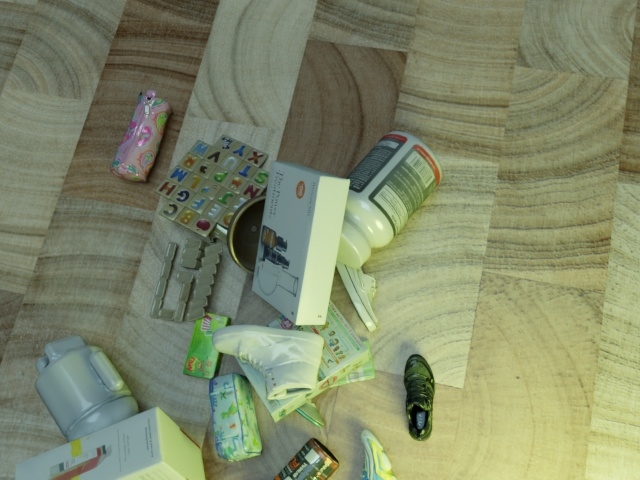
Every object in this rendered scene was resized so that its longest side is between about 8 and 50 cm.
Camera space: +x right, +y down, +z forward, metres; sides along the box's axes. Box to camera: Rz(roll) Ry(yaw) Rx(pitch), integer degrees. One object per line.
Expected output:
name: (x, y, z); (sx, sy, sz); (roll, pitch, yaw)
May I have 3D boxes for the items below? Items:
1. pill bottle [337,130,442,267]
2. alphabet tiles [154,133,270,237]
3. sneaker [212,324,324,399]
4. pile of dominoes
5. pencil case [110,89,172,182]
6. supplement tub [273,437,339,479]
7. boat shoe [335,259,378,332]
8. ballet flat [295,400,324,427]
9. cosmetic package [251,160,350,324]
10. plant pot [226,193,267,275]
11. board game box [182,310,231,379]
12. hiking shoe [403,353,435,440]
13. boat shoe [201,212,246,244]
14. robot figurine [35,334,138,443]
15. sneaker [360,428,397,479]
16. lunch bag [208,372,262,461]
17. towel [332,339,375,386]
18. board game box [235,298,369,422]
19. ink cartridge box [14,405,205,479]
pill bottle: (0.155, -0.113, 1.783); (0.210, 0.210, 0.363); (36, 70, 16)
alphabet tiles: (-0.320, -0.172, 1.950); (0.285, 0.011, 0.342); (27, 64, 15)
sneaker: (-0.145, 0.312, 1.624); (0.293, 0.108, 0.169); (3, 57, 8)
pile of dominoes: (-0.386, 0.119, 1.896); (0.196, 0.040, 0.251); (7, 78, 26)
pencil case: (-0.558, -0.323, 2.014); (0.124, 0.124, 0.284); (15, 77, 11)
supplement tub: (-0.051, 0.619, 1.673); (0.106, 0.106, 0.198); (41, 82, 16)
boat shoe: (0.114, 0.125, 1.810); (0.088, 0.096, 0.267); (-24, 61, 0)
ballet flat: (-0.071, 0.428, 1.752); (0.213, 0.072, 0.068); (27, 74, 15)
cosmetic package: (-0.061, -0.003, 1.689); (0.097, 0.284, 0.377); (3, 102, -32)
plant pot: (-0.171, -0.024, 1.852); (0.237, 0.237, 0.110); (-51, 34, -9)
board game box: (-0.323, 0.300, 1.836); (0.092, 0.043, 0.181); (9, 74, 10)
hiking shoe: (0.264, 0.409, 1.691); (0.086, 0.114, 0.227); (-5, 73, 5)
boat shoe: (-0.312, -0.025, 1.925); (0.190, 0.068, 0.072); (31, 95, 16)
robot figurine: (-0.633, 0.428, 1.755); (0.353, 0.200, 0.300); (51, 125, 17)
sneaker: (0.133, 0.617, 1.659); (0.126, 0.091, 0.240); (-26, 73, 0)
lunch bag: (-0.224, 0.469, 1.706); (0.090, 0.176, 0.219); (-16, 70, 8)
towel: (0.069, 0.340, 1.785); (0.152, 0.023, 0.113); (-12, 73, 4)
board game box: (-0.054, 0.307, 1.732); (0.303, 0.097, 0.224); (-31, 61, -11)
ink cartridge box: (-0.521, 0.612, 1.630); (0.385, 0.279, 0.160); (-22, 49, 1)
